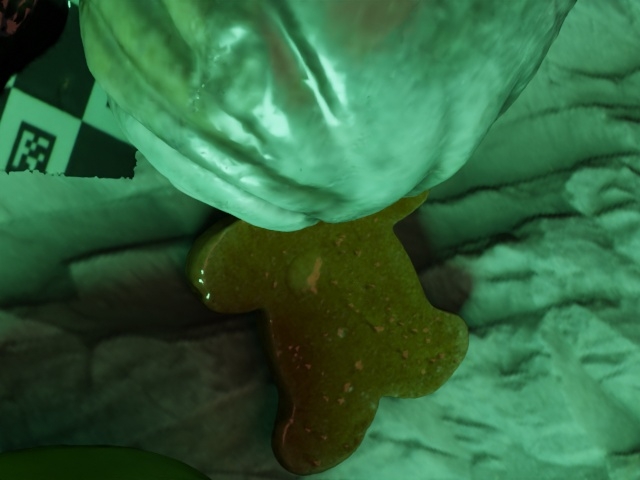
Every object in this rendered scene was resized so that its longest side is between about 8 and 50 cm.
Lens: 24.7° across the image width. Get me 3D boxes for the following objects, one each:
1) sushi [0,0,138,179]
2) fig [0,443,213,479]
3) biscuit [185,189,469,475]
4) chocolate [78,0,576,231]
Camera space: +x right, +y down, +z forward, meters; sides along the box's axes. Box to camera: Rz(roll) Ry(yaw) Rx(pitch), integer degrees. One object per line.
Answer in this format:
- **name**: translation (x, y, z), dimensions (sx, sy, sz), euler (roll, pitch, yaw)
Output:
- **sushi**: translation (-0.220, -0.200, 0.832), dimensions (0.339, 0.069, 0.320), euler (-1, 102, -54)
- **fig**: translation (-0.172, 0.283, 0.889), dimensions (0.343, 0.343, 0.343), euler (-10, 111, -29)
- **biscuit**: translation (-0.002, 0.000, 1.059), dimensions (0.205, 0.049, 0.324), euler (-33, 119, -19)
- **chocolate**: translation (-0.011, -0.113, 0.847), dimensions (0.303, 0.303, 0.213), euler (18, 95, -34)
